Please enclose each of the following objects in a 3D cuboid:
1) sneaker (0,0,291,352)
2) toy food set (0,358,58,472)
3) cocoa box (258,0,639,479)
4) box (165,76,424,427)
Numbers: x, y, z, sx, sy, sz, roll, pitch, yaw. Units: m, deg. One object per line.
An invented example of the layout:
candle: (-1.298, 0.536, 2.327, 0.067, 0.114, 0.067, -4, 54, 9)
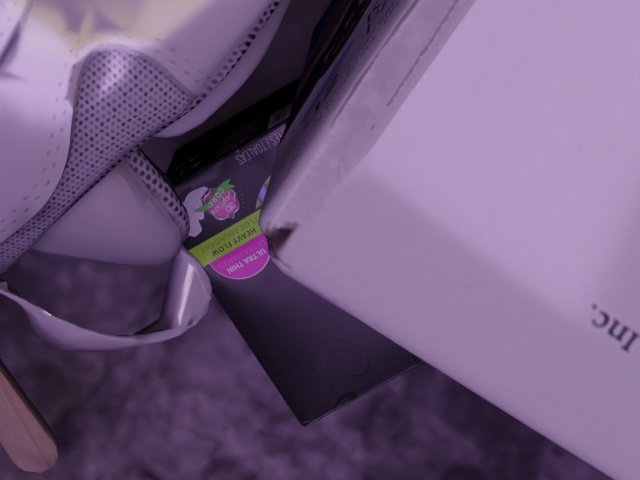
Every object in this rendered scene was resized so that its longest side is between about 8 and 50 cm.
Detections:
sneaker: (-0.095, -0.150, 0.443, 0.210, 0.137, 0.366, 11, 88, -11)
toy food set: (-0.190, 0.053, 0.567, 0.218, 0.071, 0.128, -27, 129, 13)
cocoa box: (0.193, -0.027, 0.432, 0.347, 0.228, 0.231, 32, 106, -8)
box: (0.000, 0.000, 0.542, 0.062, 0.052, 0.083, -29, 105, 13)
